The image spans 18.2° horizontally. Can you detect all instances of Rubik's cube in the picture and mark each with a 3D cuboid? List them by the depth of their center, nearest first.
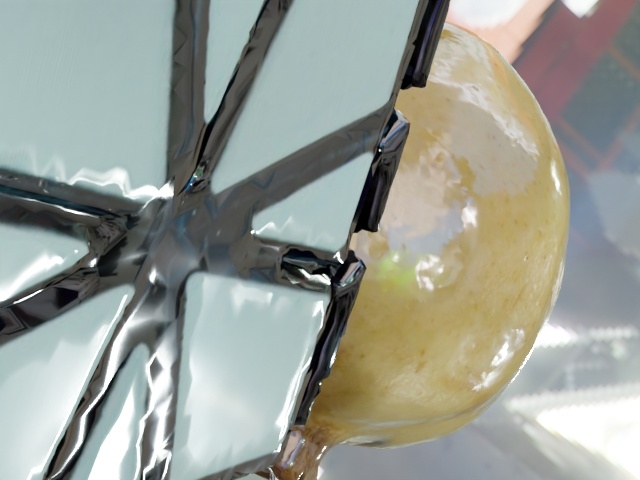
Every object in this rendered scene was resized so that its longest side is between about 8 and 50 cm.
[{"bbox_3d":[-0.150,-0.065,0.795,0.293,0.283,0.288,-11,124,-56],"label":"Rubik's cube"}]

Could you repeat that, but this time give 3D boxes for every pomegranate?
[{"bbox_3d":[0.011,-0.014,1.186,0.307,0.307,0.307,-42,-159,21],"label":"pomegranate"}]
